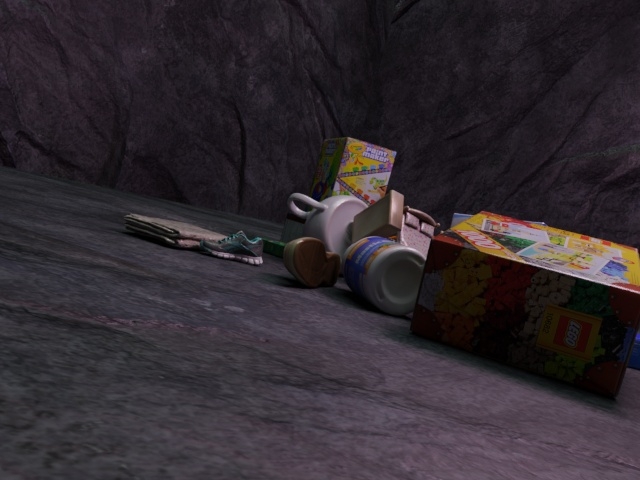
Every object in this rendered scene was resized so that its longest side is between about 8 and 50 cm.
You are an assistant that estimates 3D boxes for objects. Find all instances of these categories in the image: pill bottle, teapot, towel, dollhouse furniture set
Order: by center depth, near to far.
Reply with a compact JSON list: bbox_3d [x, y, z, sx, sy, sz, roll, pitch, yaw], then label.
[{"bbox_3d":[0.138,0.071,1.533,0.153,0.152,0.272,14,3,-17],"label":"pill bottle"},{"bbox_3d":[-0.354,-0.014,1.710,0.187,0.049,0.282,18,3,25],"label":"towel"},{"bbox_3d":[0.281,0.022,1.909,0.356,0.303,0.174,25,-35,-25],"label":"dollhouse furniture set"},{"bbox_3d":[0.033,-0.019,2.007,0.253,0.255,0.187,-6,3,-41],"label":"teapot"}]

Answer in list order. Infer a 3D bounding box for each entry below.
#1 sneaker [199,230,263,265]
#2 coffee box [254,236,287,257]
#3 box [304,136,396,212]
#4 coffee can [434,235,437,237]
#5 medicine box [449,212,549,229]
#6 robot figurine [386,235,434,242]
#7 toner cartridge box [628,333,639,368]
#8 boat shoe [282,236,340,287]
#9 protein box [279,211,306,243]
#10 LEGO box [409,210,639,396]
[{"bbox_3d":[-0.216,0.010,1.651,0.167,0.076,0.065,13,3,-29],"label":"sneaker"},{"bbox_3d":[-0.105,0.032,2.086,0.184,0.040,0.113,17,3,33],"label":"coffee box"},{"bbox_3d":[0.093,-0.188,2.253,0.177,0.278,0.290,15,2,-16],"label":"box"},{"bbox_3d":[0.524,0.094,2.505,0.202,0.201,0.275,17,5,39],"label":"coffee can"},{"bbox_3d":[0.532,0.046,1.886,0.264,0.149,0.289,9,-12,39],"label":"medicine box"},{"bbox_3d":[0.247,0.036,2.351,0.291,0.084,0.211,-5,-14,-17],"label":"robot figurine"},{"bbox_3d":[0.762,0.268,1.682,0.348,0.075,0.165,14,4,-7],"label":"toner cartridge box"},{"bbox_3d":[-0.038,0.050,1.563,0.098,0.109,0.302,10,-4,18],"label":"boat shoe"},{"bbox_3d":[0.000,0.000,2.286,0.200,0.135,0.201,13,3,-32],"label":"protein box"},{"bbox_3d":[0.444,0.095,1.381,0.373,0.193,0.500,16,14,20],"label":"LEGO box"}]
